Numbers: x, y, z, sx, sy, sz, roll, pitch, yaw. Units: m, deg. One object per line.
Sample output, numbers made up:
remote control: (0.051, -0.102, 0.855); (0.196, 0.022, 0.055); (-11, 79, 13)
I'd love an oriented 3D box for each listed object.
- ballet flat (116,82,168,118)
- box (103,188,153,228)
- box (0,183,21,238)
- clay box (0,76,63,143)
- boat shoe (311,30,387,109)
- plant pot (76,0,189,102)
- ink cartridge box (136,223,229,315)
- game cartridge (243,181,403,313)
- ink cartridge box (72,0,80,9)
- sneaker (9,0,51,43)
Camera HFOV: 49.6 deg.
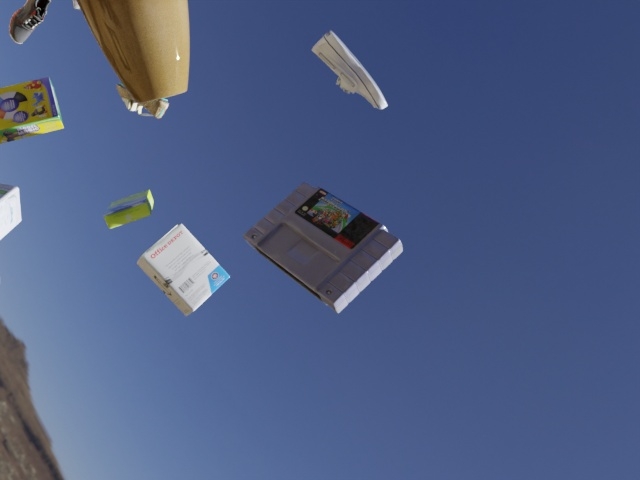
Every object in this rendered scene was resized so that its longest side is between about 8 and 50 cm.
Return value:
ballet flat: (-0.518, -0.395, 1.971); (0.206, 0.073, 0.067); (25, -82, 34)
box: (-0.475, -0.078, 1.728); (0.178, 0.109, 0.042); (-126, -163, -72)
box: (-1.038, -0.079, 1.980); (0.262, 0.231, 0.127); (11, -58, 3)
clay box: (-0.729, -0.296, 1.620); (0.053, 0.222, 0.127); (98, -28, -61)
boat shoe: (0.080, -0.448, 1.890); (0.258, 0.084, 0.095); (48, 17, -15)
plant pot: (-0.383, -0.438, 1.508); (0.237, 0.237, 0.254); (13, -59, 53)
ink cartridge box: (-0.375, 0.080, 1.891); (0.203, 0.148, 0.086); (49, -28, -5)
game cartridge: (0.000, 0.000, 1.662); (0.355, 0.230, 0.068); (34, -16, 40)
ink cartridge box: (-0.566, -0.729, 1.792); (0.100, 0.172, 0.237); (-118, -157, -61)
sneaker: (-0.772, -0.595, 1.847); (0.065, 0.158, 0.061); (31, 3, 36)
